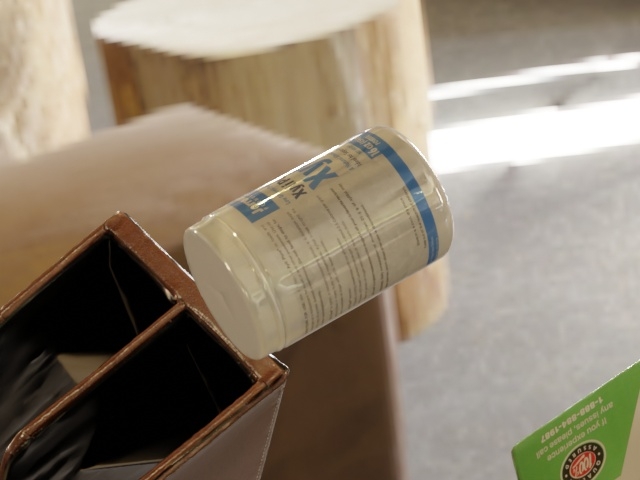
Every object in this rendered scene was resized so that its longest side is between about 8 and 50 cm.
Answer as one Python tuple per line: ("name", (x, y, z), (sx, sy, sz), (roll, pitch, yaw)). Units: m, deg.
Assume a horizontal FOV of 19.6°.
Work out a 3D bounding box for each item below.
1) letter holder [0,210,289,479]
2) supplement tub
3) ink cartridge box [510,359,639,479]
("letter holder", (-0.162, 0.159, 1.210), (0.152, 0.302, 0.214), (43, 66, 15))
("supplement tub", (0.000, 0.000, 0.839), (0.107, 0.071, 0.071), (-29, 29, -19))
("ink cartridge box", (0.238, 0.191, 0.968), (0.211, 0.121, 0.289), (-38, 41, 28))
